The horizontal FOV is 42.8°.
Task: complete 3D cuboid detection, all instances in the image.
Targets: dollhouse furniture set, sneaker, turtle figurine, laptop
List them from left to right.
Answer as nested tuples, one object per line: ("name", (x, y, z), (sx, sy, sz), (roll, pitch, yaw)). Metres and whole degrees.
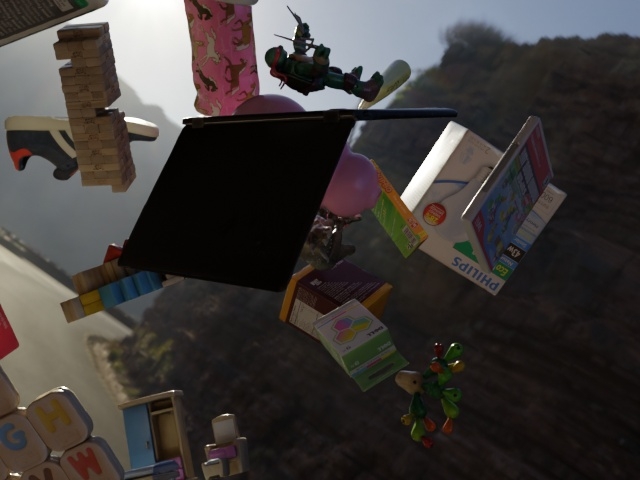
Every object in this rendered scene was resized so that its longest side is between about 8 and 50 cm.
("sneaker", (-0.548, -0.214, 1.895), (0.350, 0.148, 0.131), (1, 8, 1))
("dollhouse furniture set", (-0.335, 0.396, 1.613), (0.303, 0.286, 0.198), (37, 38, -72))
("laptop", (-0.052, -0.086, 1.297), (0.382, 0.236, 0.408), (6, 11, 42))
("turtle figurine", (-0.013, -0.310, 1.419), (0.234, 0.118, 0.175), (17, 29, -34))
("sneaker", (0.047, -0.041, 2.036), (0.119, 0.057, 0.047), (-6, -3, 16))

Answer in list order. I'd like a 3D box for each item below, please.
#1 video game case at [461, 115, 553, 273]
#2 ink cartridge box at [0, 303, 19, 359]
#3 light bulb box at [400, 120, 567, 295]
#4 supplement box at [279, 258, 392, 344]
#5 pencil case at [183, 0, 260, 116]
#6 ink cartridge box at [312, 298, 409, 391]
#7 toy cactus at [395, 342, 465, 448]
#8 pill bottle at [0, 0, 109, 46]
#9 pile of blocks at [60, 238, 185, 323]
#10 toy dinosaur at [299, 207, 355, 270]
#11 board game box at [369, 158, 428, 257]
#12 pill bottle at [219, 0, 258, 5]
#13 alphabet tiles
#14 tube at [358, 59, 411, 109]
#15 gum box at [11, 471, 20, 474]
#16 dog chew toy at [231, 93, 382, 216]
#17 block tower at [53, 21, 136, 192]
("video game case", (0.402, -0.095, 1.732), (0.025, 0.285, 0.204), (24, -20, 36))
("ink cartridge box", (-0.773, 0.204, 1.545), (0.226, 0.306, 0.131), (24, -45, 32))
("light bulb box", (0.446, -0.096, 2.392), (0.358, 0.361, 0.225), (31, 11, -10))
("supplement box", (0.038, 0.152, 2.022), (0.194, 0.191, 0.129), (30, -56, 20))
("pencil case", (-0.229, -0.465, 1.833), (0.167, 0.160, 0.386), (-122, -157, -59))
("ink cartridge box", (0.077, 0.204, 1.641), (0.209, 0.109, 0.062), (41, -22, 59))
("toy cactus", (0.216, 0.307, 1.693), (0.112, 0.219, 0.180), (21, -7, -33))
("pill bottle", (-0.607, -0.486, 1.561), (0.204, 0.361, 0.204), (-19, 90, -83))
("pile of blocks", (-0.322, 0.040, 1.536), (0.149, 0.362, 0.113), (165, -96, -80))
("toy dinosaur", (0.000, 0.000, 1.821), (0.121, 0.160, 0.313), (14, -16, 13))
("board game box", (0.163, -0.086, 2.017), (0.259, 0.039, 0.124), (53, -21, 10))
("pill bottle", (-0.174, -0.609, 1.478), (0.188, 0.334, 0.188), (11, 18, -4))
("alphabet tiles", (-0.383, 0.287, 0.966), (0.278, 0.284, 0.021), (62, 9, -12))
("tube", (0.153, -0.370, 1.955), (0.062, 0.240, 0.070), (7, -61, 23))
("gum box", (-0.697, 0.456, 1.828), (0.107, 0.062, 0.188), (55, -15, 14))
("dog chew toy", (-0.032, -0.157, 1.643), (0.332, 0.206, 0.206), (27, -12, 9))
("block tower", (-0.458, -0.266, 1.667), (0.097, 0.335, 0.091), (-2, 27, 7))
